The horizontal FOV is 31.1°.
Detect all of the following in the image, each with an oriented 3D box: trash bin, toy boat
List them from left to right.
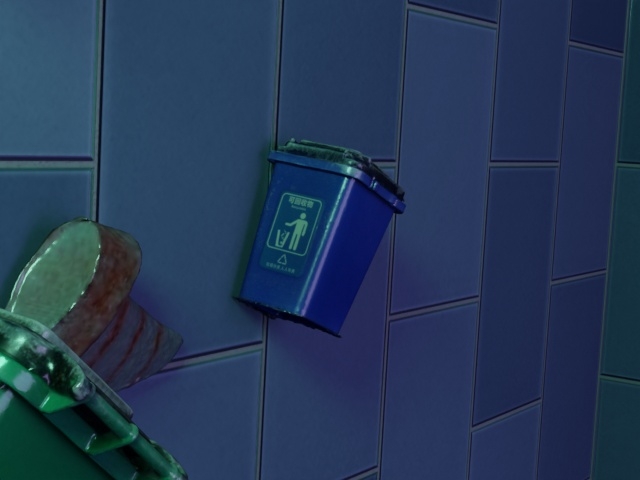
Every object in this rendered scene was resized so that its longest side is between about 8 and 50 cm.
[{"bbox_3d":[-0.336,0.254,0.982,0.381,0.295,0.259,-59,139,-23],"label":"trash bin"},{"bbox_3d":[-0.238,0.106,1.290,0.206,0.096,0.282,-65,155,-15],"label":"toy boat"},{"bbox_3d":[0.000,0.000,1.545,0.184,0.162,0.234,32,74,-54],"label":"trash bin"}]
